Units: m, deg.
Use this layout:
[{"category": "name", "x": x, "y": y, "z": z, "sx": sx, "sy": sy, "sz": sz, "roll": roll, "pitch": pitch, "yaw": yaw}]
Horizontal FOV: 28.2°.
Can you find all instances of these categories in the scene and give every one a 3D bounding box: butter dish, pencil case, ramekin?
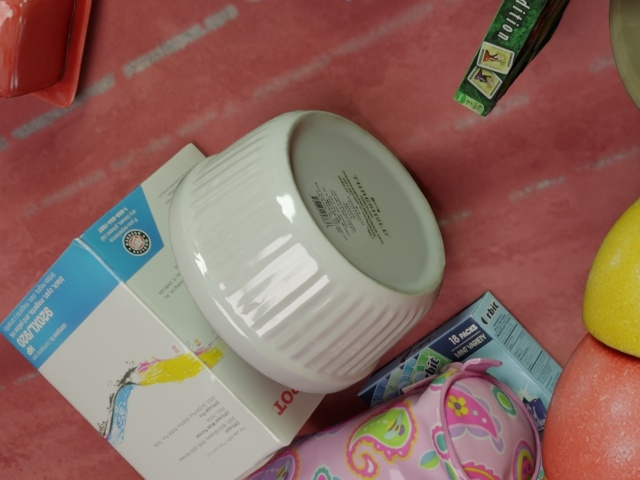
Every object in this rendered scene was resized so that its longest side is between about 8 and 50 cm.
[{"category": "butter dish", "x": -0.283, "y": -0.184, "z": 1.053, "sx": 0.159, "sy": 0.118, "sz": 0.160, "roll": 29, "pitch": 130, "yaw": 11}, {"category": "pencil case", "x": 0.049, "y": 0.190, "z": 1.053, "sx": 0.284, "sy": 0.124, "sz": 0.124, "roll": -31, "pitch": 101, "yaw": 41}, {"category": "ramekin", "x": 0.000, "y": 0.000, "z": 0.956, "sx": 0.109, "sy": 0.207, "sz": 0.207, "roll": -37, "pitch": 97, "yaw": 32}]

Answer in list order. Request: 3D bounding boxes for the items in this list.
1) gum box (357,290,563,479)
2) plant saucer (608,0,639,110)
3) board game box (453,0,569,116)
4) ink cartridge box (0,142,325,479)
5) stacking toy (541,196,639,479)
[{"category": "gum box", "x": 0.146, "y": 0.153, "z": 1.069, "sx": 0.184, "sy": 0.041, "sz": 0.157, "roll": 47, "pitch": 132, "yaw": -3}, {"category": "plant saucer", "x": 0.261, "y": -0.175, "z": 0.669, "sx": 0.041, "sy": 0.278, "sz": 0.278, "roll": 20, "pitch": 137, "yaw": -26}, {"category": "board game box", "x": 0.164, "y": -0.205, "z": 0.764, "sx": 0.030, "sy": 0.136, "sz": 0.260, "roll": 31, "pitch": 131, "yaw": 7}, {"category": "ink cartridge box", "x": -0.113, "y": 0.078, "z": 1.088, "sx": 0.233, "sy": 0.171, "sz": 0.168, "roll": 46, "pitch": 131, "yaw": -3}, {"category": "stacking toy", "x": 0.267, "y": 0.072, "z": 0.819, "sx": 0.350, "sy": 0.350, "sz": 0.480, "roll": 2, "pitch": 104, "yaw": 30}]
